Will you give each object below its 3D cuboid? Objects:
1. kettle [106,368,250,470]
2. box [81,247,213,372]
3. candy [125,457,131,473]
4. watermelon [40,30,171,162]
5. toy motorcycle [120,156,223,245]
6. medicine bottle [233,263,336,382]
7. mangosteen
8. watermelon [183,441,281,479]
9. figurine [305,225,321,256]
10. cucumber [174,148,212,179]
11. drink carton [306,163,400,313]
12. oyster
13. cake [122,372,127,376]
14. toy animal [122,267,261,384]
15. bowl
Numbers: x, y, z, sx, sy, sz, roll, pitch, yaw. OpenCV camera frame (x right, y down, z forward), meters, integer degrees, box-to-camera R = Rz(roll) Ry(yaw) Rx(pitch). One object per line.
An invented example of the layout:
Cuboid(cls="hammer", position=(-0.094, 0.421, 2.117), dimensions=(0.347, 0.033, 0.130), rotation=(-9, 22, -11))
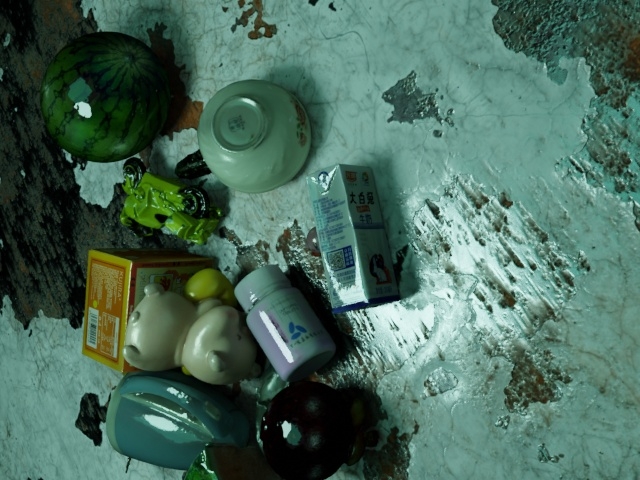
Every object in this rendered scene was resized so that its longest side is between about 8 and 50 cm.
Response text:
Cuboid(cls="kettle", position=(-0.344, 0.441, 1.886), dimensions=(0.342, 0.319, 0.247), rotation=(9, 54, 30))
Cuboid(cls="box", position=(-0.444, 0.170, 1.962), dimensions=(0.214, 0.260, 0.283), rotation=(13, 99, 44))
Cuboid(cls="candy", position=(-0.499, 0.464, 2.089), dimensions=(0.081, 0.187, 0.297), rotation=(11, 102, -4))
Cuboid(cls="watermelon", position=(-0.566, -0.376, 2.003), dimensions=(0.363, 0.363, 0.363), rotation=(1, 92, 37))
Cuboid(cls="toy motorcycle", position=(-0.420, -0.084, 2.009), dimensions=(0.342, 0.142, 0.206), rotation=(23, 122, 32))
Cuboid(cls="medicine bottle", position=(-0.087, 0.190, 1.769), dimensions=(0.152, 0.152, 0.254), rotation=(-46, 64, 28))
Cuboid(cls="mangosteen", position=(0.000, 0.425, 1.670), dimensions=(0.266, 0.228, 0.228), rotation=(9, 99, -7))
Cuboid(cls="watermelon", position=(-0.177, 0.659, 1.781), dimensions=(0.222, 0.292, 0.319), rotation=(32, 101, 36))
Cuboid(cls="figurine", position=(0.000, 0.000, 1.750), dimensions=(0.083, 0.071, 0.067), rotation=(-15, 40, 29))
Cuboid(cls="cucumber", position=(-0.279, -0.211, 1.951), dimensions=(0.304, 0.081, 0.072), rotation=(-17, 110, 36))
Cuboid(cls="drink carton", position=(0.072, -0.007, 1.657), dimensions=(0.107, 0.131, 0.314), rotation=(-17, 80, 35))
Cuboid(cls="oyster", position=(-0.100, 0.420, 1.824), dimensions=(0.199, 0.087, 0.252), rotation=(-44, 58, 40))
Cuboid(cls="cake", position=(-0.545, 0.316, 2.158), dimensions=(0.116, 0.080, 0.184), rotation=(40, 113, 46))
Cuboid(cls="toy animal", position=(-0.270, 0.217, 1.809), dimensions=(0.247, 0.345, 0.277), rotation=(24, 88, 40))
Cuboid(cls="bowl", position=(-0.168, -0.253, 1.764), dimensions=(0.277, 0.145, 0.276), rotation=(-1, 84, 11))
